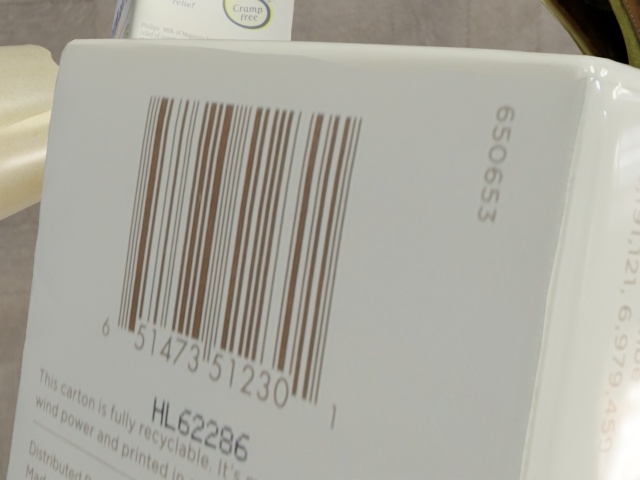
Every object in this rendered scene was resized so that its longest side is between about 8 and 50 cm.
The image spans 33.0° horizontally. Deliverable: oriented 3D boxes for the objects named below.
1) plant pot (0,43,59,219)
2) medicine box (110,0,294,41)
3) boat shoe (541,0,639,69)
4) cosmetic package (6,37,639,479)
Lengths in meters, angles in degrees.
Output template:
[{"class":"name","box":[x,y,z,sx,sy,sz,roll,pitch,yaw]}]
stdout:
[{"class":"plant pot","box":[-0.512,-0.143,1.521,0.305,0.334,0.333,-23,116,-39]},{"class":"medicine box","box":[-0.134,-0.175,1.092,0.149,0.263,0.289,10,69,-16]},{"class":"boat shoe","box":[0.147,-0.215,0.671,0.307,0.111,0.104,43,83,-15]},{"class":"cosmetic package","box":[0.093,0.088,0.576,0.394,0.329,0.327,4,95,-43]}]
